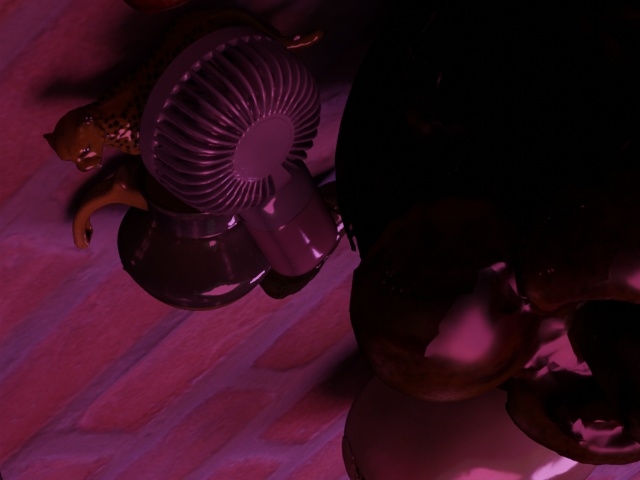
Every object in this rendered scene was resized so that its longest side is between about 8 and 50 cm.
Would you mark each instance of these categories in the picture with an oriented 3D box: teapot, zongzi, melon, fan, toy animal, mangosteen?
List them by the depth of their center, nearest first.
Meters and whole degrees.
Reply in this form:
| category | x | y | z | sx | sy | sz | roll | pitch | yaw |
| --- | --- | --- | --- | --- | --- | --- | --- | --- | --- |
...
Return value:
| category | x | y | z | sx | sy | sz | roll | pitch | yaw |
| --- | --- | --- | --- | --- | --- | --- | --- | --- | --- |
| toy animal | -0.098 | -0.115 | 1.295 | 0.181 | 0.073 | 0.136 | -40 | 149 | 19 |
| fan | -0.046 | -0.052 | 1.299 | 0.130 | 0.074 | 0.244 | -44 | 145 | -12 |
| mangosteen | 0.189 | -0.027 | 1.354 | 0.381 | 0.421 | 0.381 | 11 | 152 | 6 |
| teapot | -0.114 | -0.016 | 1.414 | 0.165 | 0.130 | 0.119 | 4 | 134 | 3 |
| zongzi | 0.000 | 0.000 | 1.614 | 0.130 | 0.062 | 0.154 | -35 | 162 | -15 |
| melon | 0.177 | 0.198 | 1.937 | 0.317 | 0.223 | 0.223 | -22 | 153 | -23 |

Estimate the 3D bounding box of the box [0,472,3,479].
| category | x | y | z | sx | sy | sz | roll | pitch | yaw |
| --- | --- | --- | --- | --- | --- | --- | --- | --- | --- |
| box | -0.371 | 0.127 | 1.328 | 0.198 | 0.084 | 0.310 | -23 | 134 | -6 |

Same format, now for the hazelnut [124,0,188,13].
| category | x | y | z | sx | sy | sz | roll | pitch | yaw |
| --- | --- | --- | --- | --- | --- | --- | --- | --- | --- |
| hazelnut | -0.101 | -0.189 | 1.160 | 0.086 | 0.086 | 0.086 | -23 | 153 | -12 |
